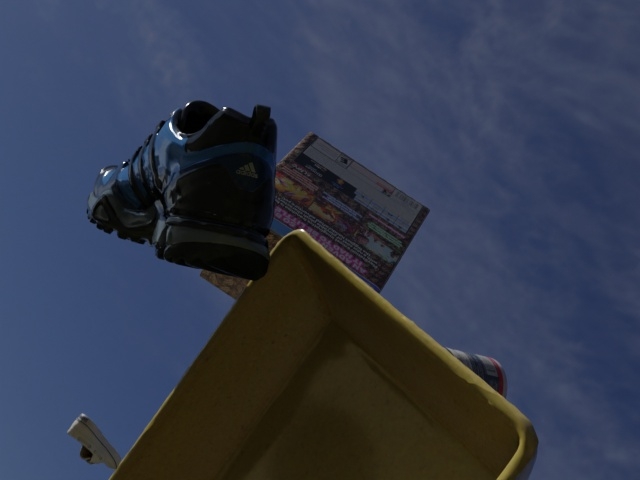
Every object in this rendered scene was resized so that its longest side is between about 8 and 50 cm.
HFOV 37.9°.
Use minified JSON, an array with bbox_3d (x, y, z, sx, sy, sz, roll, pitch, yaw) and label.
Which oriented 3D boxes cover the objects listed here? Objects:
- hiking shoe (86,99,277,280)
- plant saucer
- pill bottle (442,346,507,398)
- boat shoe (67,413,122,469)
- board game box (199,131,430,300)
[{"bbox_3d":[-0.112,-0.052,0.803,0.304,0.113,0.132,16,-90,58],"label":"hiking shoe"},{"bbox_3d":[-0.021,0.196,0.671,0.081,0.333,0.333,33,4,-36],"label":"plant saucer"},{"bbox_3d":[0.194,0.222,1.465,0.180,0.108,0.108,16,-24,-31],"label":"pill bottle"},{"bbox_3d":[-0.268,0.246,1.099,0.035,0.035,0.100,24,-31,35],"label":"boat shoe"},{"bbox_3d":[0.000,0.000,1.406,0.232,0.291,0.141,34,-55,4],"label":"board game box"}]
